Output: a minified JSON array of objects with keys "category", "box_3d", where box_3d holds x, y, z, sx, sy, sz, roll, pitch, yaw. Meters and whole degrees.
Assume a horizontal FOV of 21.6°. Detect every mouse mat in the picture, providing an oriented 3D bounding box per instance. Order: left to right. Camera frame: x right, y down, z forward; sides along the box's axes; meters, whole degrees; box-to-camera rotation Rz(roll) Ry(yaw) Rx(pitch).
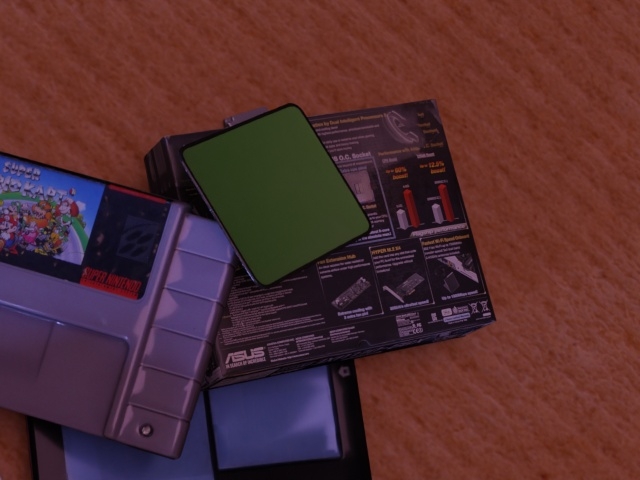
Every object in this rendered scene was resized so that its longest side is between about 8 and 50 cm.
[{"category":"mouse mat","box_3d":[-0.039,-0.046,1.581,0.189,0.007,0.153,-27,85,-50]}]

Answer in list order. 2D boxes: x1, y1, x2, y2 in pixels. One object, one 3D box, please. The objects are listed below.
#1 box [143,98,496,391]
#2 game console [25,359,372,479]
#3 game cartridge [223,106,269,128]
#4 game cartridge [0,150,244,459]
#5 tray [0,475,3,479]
[{"category":"box","box_3d":[0.000,0.000,1.669,0.307,0.076,0.242,-11,79,-25]},{"category":"game console","box_3d":[-0.123,0.143,1.645,0.342,0.060,0.387,-4,78,-17]},{"category":"game cartridge","box_3d":[-0.062,-0.095,1.748,0.056,0.017,0.083,-18,82,-16]},{"category":"game cartridge","box_3d":[-0.267,0.044,1.554,0.355,0.068,0.230,15,87,7]},{"category":"tray","box_3d":[-0.337,0.303,1.545,0.145,0.030,0.270,-23,83,-11]}]
